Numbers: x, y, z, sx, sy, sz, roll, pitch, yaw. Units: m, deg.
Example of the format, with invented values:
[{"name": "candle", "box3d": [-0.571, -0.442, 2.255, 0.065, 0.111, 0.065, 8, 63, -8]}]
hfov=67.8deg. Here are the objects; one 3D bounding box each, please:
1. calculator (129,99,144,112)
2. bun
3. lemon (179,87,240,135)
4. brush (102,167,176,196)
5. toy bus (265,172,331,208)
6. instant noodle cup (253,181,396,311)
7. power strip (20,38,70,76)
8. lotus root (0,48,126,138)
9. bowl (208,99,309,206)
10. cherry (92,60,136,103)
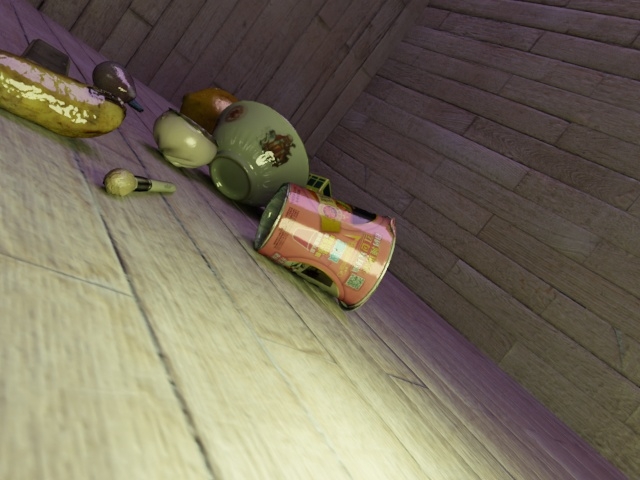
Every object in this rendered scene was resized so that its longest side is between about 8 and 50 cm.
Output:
[{"name": "calculator", "box3d": [-0.697, -0.515, 1.767, 0.057, 0.018, 0.172, 34, 7, -43]}, {"name": "bun", "box3d": [-0.360, -0.252, 1.243, 0.173, 0.120, 0.173, 35, -1, 1]}, {"name": "lemon", "box3d": [-0.387, -0.428, 1.767, 0.310, 0.258, 0.258, 37, 5, -34]}, {"name": "brush", "box3d": [-0.300, -0.095, 0.823, 0.039, 0.042, 0.299, 36, 2, -4]}, {"name": "toy bus", "box3d": [-0.103, -0.162, 1.571, 0.262, 0.150, 0.128, 21, -33, 22]}, {"name": "instant noodle cup", "box3d": [0.000, 0.000, 1.042, 0.255, 0.244, 0.244, 26, 9, -18]}, {"name": "power strip", "box3d": [-0.618, -0.389, 1.067, 0.092, 0.066, 0.387, 32, 11, -35]}, {"name": "lotus root", "box3d": [-0.430, -0.225, 0.747, 0.110, 0.097, 0.258, 33, 10, 33]}, {"name": "bowl", "box3d": [-0.212, -0.212, 1.362, 0.337, 0.337, 0.157, 38, 47, 3]}, {"name": "cherry", "box3d": [-0.630, -0.488, 1.513, 0.148, 0.115, 0.188, 19, -3, 10]}]
